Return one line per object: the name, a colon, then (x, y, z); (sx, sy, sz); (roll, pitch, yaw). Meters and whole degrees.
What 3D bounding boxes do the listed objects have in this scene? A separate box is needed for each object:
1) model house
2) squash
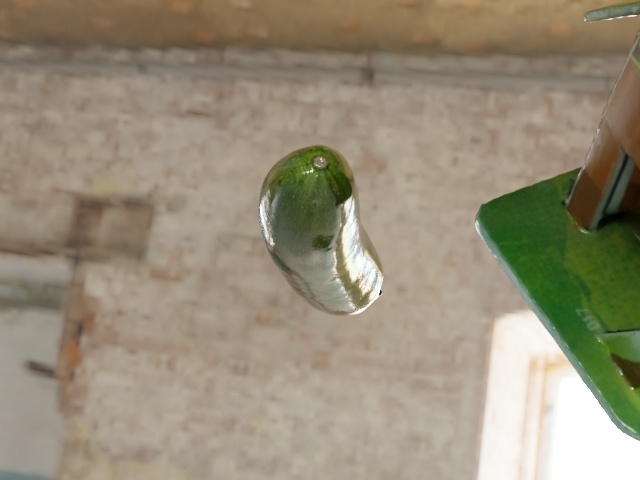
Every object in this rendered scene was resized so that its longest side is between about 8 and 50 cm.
model house: (0.321, -0.033, 0.989); (0.300, 0.340, 0.324); (-19, -32, -23)
squash: (0.000, 0.000, 1.111); (0.069, 0.069, 0.258); (5, -19, 9)
